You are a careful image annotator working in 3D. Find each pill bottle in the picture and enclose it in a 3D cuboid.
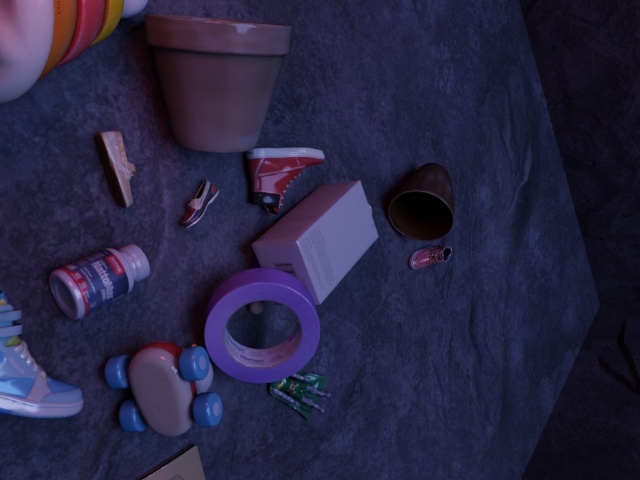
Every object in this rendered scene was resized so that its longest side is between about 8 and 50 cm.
[{"bbox_3d":[-0.452,0.077,1.293,0.180,0.108,0.107,-32,113,-42],"label":"pill bottle"}]

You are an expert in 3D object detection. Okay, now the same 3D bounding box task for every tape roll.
[{"bbox_3d":[-0.142,0.208,1.520,0.275,0.090,0.274,-3,112,-7],"label":"tape roll"}]

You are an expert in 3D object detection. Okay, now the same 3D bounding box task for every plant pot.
[{"bbox_3d":[-0.232,-0.355,1.411,0.323,0.323,0.280,-17,120,-45],"label":"plant pot"},{"bbox_3d":[0.358,-0.153,2.101,0.215,0.215,0.230,57,38,-31],"label":"plant pot"}]

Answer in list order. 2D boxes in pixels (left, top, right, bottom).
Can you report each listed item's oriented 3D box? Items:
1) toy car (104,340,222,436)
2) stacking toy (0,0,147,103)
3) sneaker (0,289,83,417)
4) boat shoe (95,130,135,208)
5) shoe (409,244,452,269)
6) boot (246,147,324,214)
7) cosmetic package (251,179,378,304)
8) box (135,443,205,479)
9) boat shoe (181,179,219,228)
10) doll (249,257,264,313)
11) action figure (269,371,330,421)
[{"bbox_3d":[-0.317,0.298,1.414,0.238,0.219,0.210,-53,131,-69],"label":"toy car"},{"bbox_3d":[-0.488,-0.455,1.164,0.480,0.351,0.350,-39,119,-60],"label":"stacking toy"},{"bbox_3d":[-0.565,0.210,1.163,0.319,0.127,0.208,28,72,-44],"label":"sneaker"},{"bbox_3d":[-0.429,-0.155,1.345,0.059,0.063,0.170,-24,107,-38],"label":"boat shoe"},{"bbox_3d":[0.391,0.056,2.206,0.178,0.081,0.063,-24,108,-44],"label":"shoe"},{"bbox_3d":[-0.089,-0.164,1.694,0.244,0.088,0.176,-10,98,-38],"label":"boot"},{"bbox_3d":[0.000,0.000,1.699,0.365,0.155,0.196,-44,122,-49],"label":"cosmetic package"},{"bbox_3d":[-0.341,0.614,1.483,0.164,0.021,0.201,-24,109,-44],"label":"box"},{"bbox_3d":[-0.295,-0.087,1.499,0.043,0.049,0.137,51,53,-30],"label":"boat shoe"},{"bbox_3d":[-0.158,0.100,1.647,0.129,0.046,0.188,23,73,-52],"label":"doll"},{"bbox_3d":[-0.069,0.414,1.743,0.232,0.064,0.137,35,69,-38],"label":"action figure"}]
